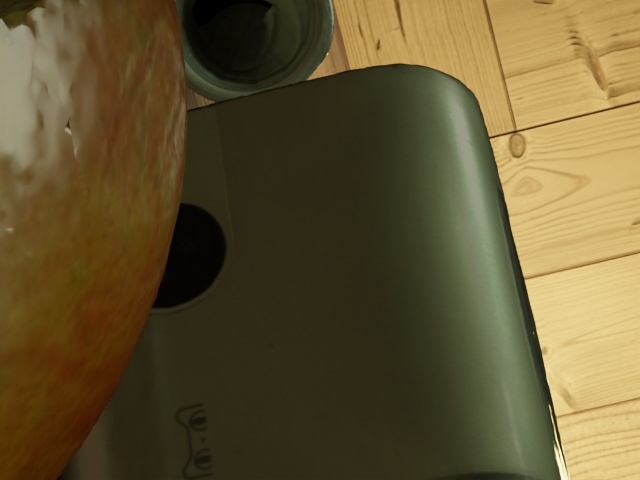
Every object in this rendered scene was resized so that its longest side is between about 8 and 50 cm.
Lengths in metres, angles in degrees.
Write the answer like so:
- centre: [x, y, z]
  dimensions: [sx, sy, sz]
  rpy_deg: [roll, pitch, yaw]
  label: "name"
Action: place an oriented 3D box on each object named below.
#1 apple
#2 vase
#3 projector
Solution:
- centre: [-0.138, -0.008, 0.668]
  dimensions: [0.179, 0.254, 0.346]
  rpy_deg: [34, 16, -8]
  label: "apple"
- centre: [-0.055, -0.193, 1.718]
  dimensions: [0.299, 0.143, 0.143]
  rpy_deg: [-71, 147, -83]
  label: "vase"
- centre: [-0.004, 0.088, 1.051]
  dimensions: [0.248, 0.248, 0.249]
  rpy_deg: [66, 12, -58]
  label: "projector"
